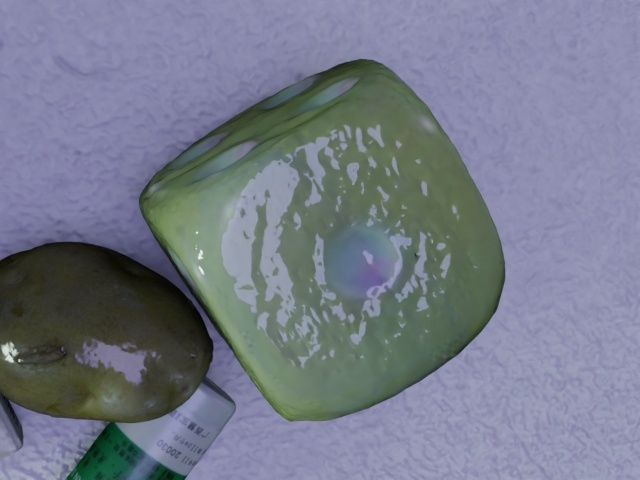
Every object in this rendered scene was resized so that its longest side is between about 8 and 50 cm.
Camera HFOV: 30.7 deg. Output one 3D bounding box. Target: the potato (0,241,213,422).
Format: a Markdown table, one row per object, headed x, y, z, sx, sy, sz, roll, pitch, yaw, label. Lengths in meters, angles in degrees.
| x | y | z | sx | sy | sz | roll | pitch | yaw | label |
| --- | --- | --- | --- | --- | --- | --- | --- | --- | --- |
| -0.207 | 0.084 | 1.048 | 0.178 | 0.235 | 0.160 | -50 | 147 | -38 | potato |

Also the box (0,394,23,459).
| x | y | z | sx | sy | sz | roll | pitch | yaw | label |
| --- | --- | --- | --- | --- | --- | --- | --- | --- | --- |
| -0.402 | 0.109 | 1.067 | 0.168 | 0.071 | 0.259 | -25 | 103 | -11 | box |

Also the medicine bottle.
| x | y | z | sx | sy | sz | roll | pitch | yaw | label |
| --- | --- | --- | --- | --- | --- | --- | --- | --- | --- |
| -0.192 | 0.236 | 1.131 | 0.095 | 0.095 | 0.260 | 37 | 88 | -17 | medicine bottle |

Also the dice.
| x | y | z | sx | sy | sz | roll | pitch | yaw | label |
| --- | --- | --- | --- | --- | --- | --- | --- | --- | --- |
| 0.000 | 0.000 | 1.066 | 0.252 | 0.250 | 0.254 | -32 | 105 | -8 | dice |
